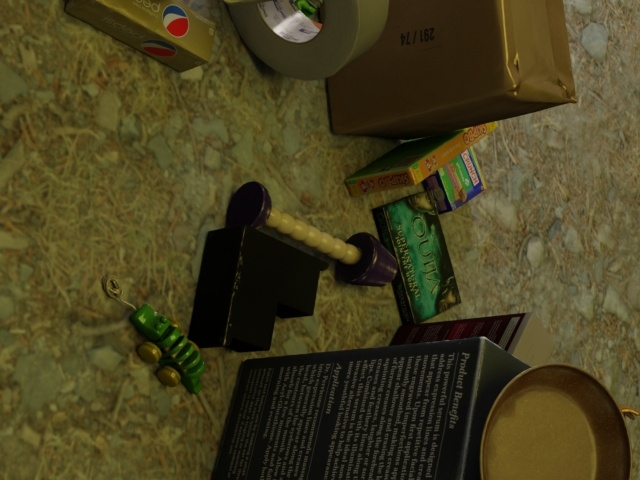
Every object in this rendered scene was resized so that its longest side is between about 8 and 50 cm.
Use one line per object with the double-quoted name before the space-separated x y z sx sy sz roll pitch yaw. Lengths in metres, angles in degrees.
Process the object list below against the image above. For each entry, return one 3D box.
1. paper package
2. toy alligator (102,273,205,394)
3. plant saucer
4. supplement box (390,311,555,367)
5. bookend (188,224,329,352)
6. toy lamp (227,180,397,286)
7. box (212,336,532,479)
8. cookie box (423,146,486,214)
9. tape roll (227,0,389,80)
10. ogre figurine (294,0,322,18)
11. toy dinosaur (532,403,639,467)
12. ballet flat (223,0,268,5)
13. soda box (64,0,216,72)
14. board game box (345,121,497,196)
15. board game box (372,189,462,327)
"paper package" 0.171 -0.314 1.592 0.168 0.324 0.310 -1 83 -45
"toy alligator" -0.187 0.112 1.338 0.190 0.051 0.056 56 48 -23
"plant saucer" 0.236 0.226 1.166 0.198 0.036 0.199 4 81 -28
"supplement box" 0.194 0.178 1.580 0.073 0.239 0.130 55 49 -25
"bookend" -0.077 0.080 1.443 0.157 0.072 0.156 25 66 -41
"toy lamp" 0.000 0.000 1.534 0.274 0.080 0.080 24 65 -41
"box" 0.111 0.277 1.365 0.293 0.395 0.212 33 61 -38
"cookie box" 0.210 -0.103 1.796 0.107 0.040 0.092 -32 104 -45
"tape roll" -0.021 -0.323 1.474 0.072 0.219 0.219 -40 110 -41
"ogre figurine" -0.023 -0.411 1.558 0.118 0.097 0.197 -27 94 -6
"toy dinosaur" 0.308 0.231 1.245 0.211 0.064 0.112 50 51 -26
"ballet flat" -0.134 -0.338 1.331 0.123 0.348 0.123 5 90 -89
"soda box" -0.217 -0.273 1.376 0.181 0.061 0.058 24 67 -41
"board game box" 0.160 -0.136 1.691 0.259 0.124 0.039 -38 111 -43
"board game box" 0.149 0.025 1.719 0.126 0.026 0.186 -21 97 -45
